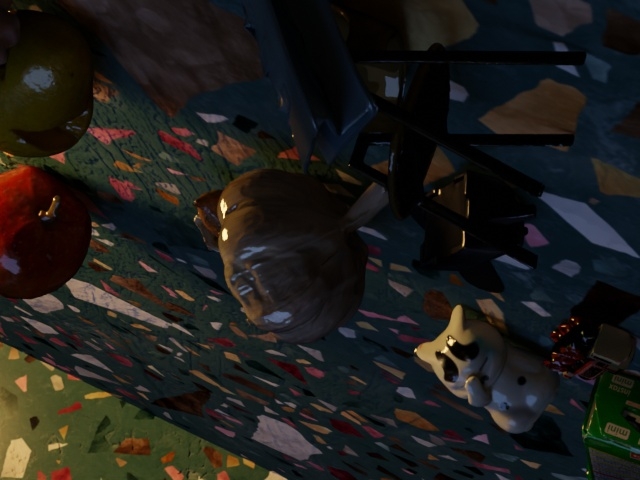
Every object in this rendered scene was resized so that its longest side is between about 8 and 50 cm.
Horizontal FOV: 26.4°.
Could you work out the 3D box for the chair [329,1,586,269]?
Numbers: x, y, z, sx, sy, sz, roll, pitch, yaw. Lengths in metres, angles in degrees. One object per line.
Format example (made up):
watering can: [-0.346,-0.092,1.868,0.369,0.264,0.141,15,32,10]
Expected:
chair: [0.097,-0.105,1.213,0.247,0.172,0.159,14,159,13]

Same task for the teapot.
teapot: [0.172,-0.015,1.451,0.096,0.087,0.177,8,165,-17]

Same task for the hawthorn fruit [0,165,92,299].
hawthorn fruit: [-0.437,-0.016,2.025,0.205,0.205,0.253,32,155,-16]

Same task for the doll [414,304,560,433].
doll: [0.228,0.174,1.802,0.181,0.110,0.107,31,-161,-17]

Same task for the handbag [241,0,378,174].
handbag: [-0.031,-0.176,1.140,0.144,0.057,0.221,127,121,-73]

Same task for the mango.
mango: [-0.338,-0.182,1.582,0.167,0.130,0.262,34,154,-7]

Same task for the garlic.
garlic: [0.000,0.000,1.573,0.212,0.218,0.218,-27,131,27]

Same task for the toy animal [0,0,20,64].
toy animal: [-0.467,-0.238,1.382,0.326,0.269,0.237,14,162,1]

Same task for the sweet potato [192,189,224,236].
sweet potato: [-0.083,-0.020,1.771,0.226,0.068,0.068,23,165,-33]

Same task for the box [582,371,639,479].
box: [0.437,0.275,1.805,0.180,0.103,0.250,18,160,21]

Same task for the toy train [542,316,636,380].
toy train: [0.327,0.138,1.673,0.087,0.050,0.138,23,160,0]

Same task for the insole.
insole: [0.162,0.005,1.611,0.080,0.003,0.232,11,155,37]

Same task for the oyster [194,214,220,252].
oyster: [-0.136,-0.008,1.905,0.051,0.034,0.093,-16,125,39]
